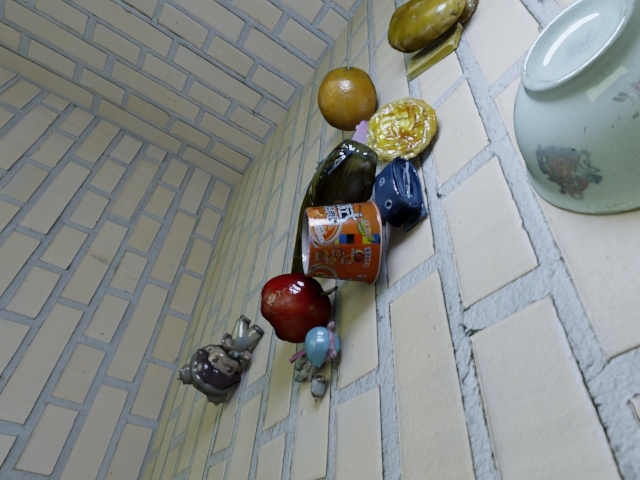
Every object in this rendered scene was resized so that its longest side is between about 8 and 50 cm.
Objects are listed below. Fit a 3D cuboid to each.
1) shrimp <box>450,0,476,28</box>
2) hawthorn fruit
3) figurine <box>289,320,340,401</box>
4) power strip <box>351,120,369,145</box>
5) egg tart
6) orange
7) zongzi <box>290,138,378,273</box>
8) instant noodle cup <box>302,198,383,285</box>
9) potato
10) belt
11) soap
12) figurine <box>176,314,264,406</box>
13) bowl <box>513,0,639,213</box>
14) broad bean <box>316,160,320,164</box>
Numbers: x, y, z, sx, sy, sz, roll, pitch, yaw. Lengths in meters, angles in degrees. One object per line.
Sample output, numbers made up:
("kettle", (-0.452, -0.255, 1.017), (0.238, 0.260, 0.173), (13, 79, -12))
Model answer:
("shrimp", (0.479, -0.848, 1.507), (0.154, 0.062, 0.294), (-54, 24, 37))
("hawthorn fruit", (-0.058, 0.205, 1.323), (0.266, 0.230, 0.210), (-23, 4, 28))
("figurine", (-0.028, 0.356, 1.212), (0.260, 0.103, 0.205), (124, 161, -44))
("power strip", (0.210, -0.356, 1.477), (0.279, 0.038, 0.109), (32, 94, 51))
("egg tart", (0.253, -0.337, 1.313), (0.241, 0.106, 0.240), (-11, 64, 24))
("orange", (0.115, -0.602, 1.766), (0.264, 0.264, 0.264), (-48, 26, 33))
("zongzi", (0.020, -0.077, 1.333), (0.432, 0.208, 0.403), (-63, 2, -16))
("instant noodle cup", (0.051, 0.004, 1.191), (0.250, 0.192, 0.250), (-179, 90, -82))
("potato", (0.369, -0.780, 1.481), (0.196, 0.176, 0.369), (-23, 20, -12))
("belt", (0.214, -0.133, 1.198), (0.128, 0.122, 0.218), (-47, 28, 42))
("soap", (0.405, -0.675, 1.504), (0.252, 0.037, 0.092), (-13, 55, 62))
("figurine", (-0.407, 0.496, 1.770), (0.380, 0.248, 0.203), (-51, 16, -4))
("bowl", (0.471, -0.278, 0.690), (0.435, 0.196, 0.434), (-49, 25, 32))
("broad bean", (-0.009, -0.261, 1.934), (0.075, 0.067, 0.325), (-37, 29, 47))
